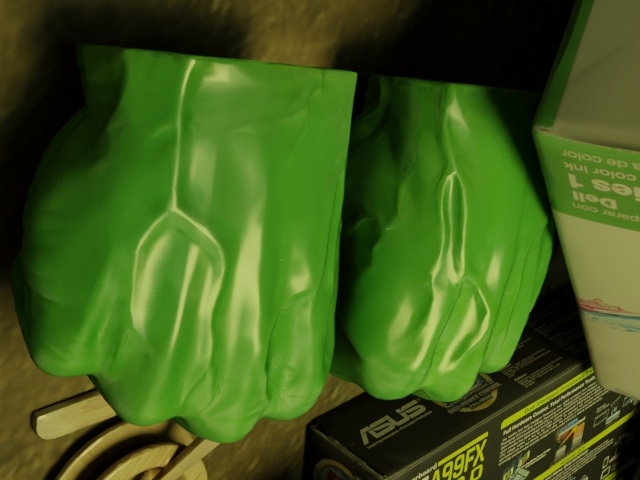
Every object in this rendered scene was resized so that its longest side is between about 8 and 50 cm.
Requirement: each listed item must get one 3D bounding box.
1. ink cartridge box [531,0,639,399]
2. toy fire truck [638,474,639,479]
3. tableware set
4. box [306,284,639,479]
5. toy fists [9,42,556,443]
[{"bbox_3d":[0.202,-0.051,0.590,0.201,0.117,0.278,-68,154,-22],"label":"ink cartridge box"},{"bbox_3d":[0.329,0.124,0.855,0.254,0.169,0.302,61,47,-67],"label":"toy fire truck"},{"bbox_3d":[-0.121,0.135,0.497,0.194,0.039,0.128,-19,128,-39],"label":"tableware set"},{"bbox_3d":[0.104,0.158,0.743,0.270,0.060,0.216,-23,130,-37],"label":"box"},{"bbox_3d":[0.000,0.000,0.495,0.279,0.096,0.142,-2,101,-47],"label":"toy fists"}]
